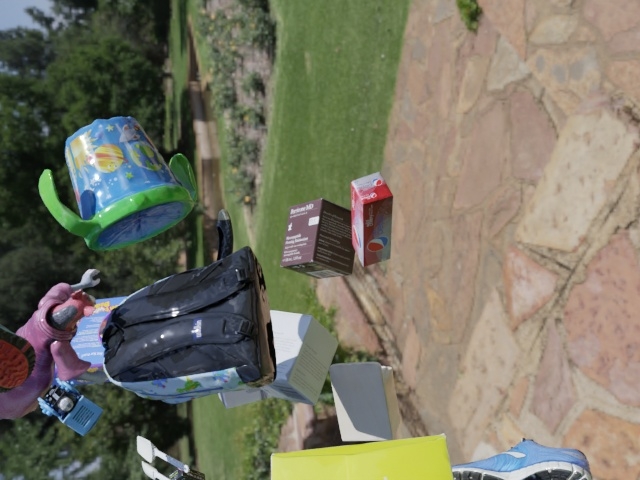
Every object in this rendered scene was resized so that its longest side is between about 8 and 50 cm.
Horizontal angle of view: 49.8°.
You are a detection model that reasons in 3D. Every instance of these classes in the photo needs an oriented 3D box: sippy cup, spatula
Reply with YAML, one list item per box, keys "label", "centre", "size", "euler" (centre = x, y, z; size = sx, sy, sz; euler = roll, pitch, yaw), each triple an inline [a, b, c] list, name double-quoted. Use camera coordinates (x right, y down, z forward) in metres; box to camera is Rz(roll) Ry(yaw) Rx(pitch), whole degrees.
- label: "sippy cup"
  centre: [-0.416, -0.127, 1.439]
  size: [0.224, 0.240, 0.305]
  euler: [63, -175, 8]
- label: "spatula"
  centre: [-0.385, 0.583, 1.690]
  size: [0.242, 0.019, 0.168]
  euler: [4, 97, 49]

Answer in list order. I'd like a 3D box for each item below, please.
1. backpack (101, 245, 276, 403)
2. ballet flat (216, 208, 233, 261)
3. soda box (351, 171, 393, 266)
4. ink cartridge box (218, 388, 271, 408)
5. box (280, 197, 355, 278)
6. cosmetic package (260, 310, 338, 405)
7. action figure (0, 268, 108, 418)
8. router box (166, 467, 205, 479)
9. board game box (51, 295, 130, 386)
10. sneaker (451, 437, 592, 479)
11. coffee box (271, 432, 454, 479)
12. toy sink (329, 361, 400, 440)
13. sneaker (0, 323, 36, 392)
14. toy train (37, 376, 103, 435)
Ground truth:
- label: "backpack"
  centre: [-0.273, 0.202, 1.418]
  size: [0.273, 0.355, 0.290]
  euler: [73, -175, -61]
- label: "ballet flat"
  centre: [-0.219, 0.017, 1.517]
  size: [0.057, 0.049, 0.173]
  euler: [-170, 81, -71]
- label: "soda box"
  centre: [0.133, -0.049, 1.795]
  size: [0.263, 0.083, 0.092]
  euler: [84, 166, -51]
- label: "ink cartridge box"
  centre: [-0.185, 0.425, 2.171]
  size: [0.207, 0.283, 0.117]
  euler: [168, 91, -75]
- label: "box"
  centre: [0.000, 0.000, 2.144]
  size: [0.168, 0.167, 0.203]
  euler: [-12, 65, 50]
- label: "cosmetic package"
  centre: [-0.074, 0.298, 1.761]
  size: [0.151, 0.151, 0.184]
  euler: [51, -128, -44]
- label: "action figure"
  centre: [-0.591, 0.201, 1.443]
  size: [0.370, 0.275, 0.248]
  euler: [-45, 57, 34]
- label: "router box"
  centre: [-0.423, 0.741, 2.091]
  size: [0.122, 0.092, 0.038]
  euler: [-41, 36, 18]
- label: "board game box"
  centre: [-0.560, 0.261, 1.839]
  size: [0.233, 0.347, 0.078]
  euler: [-92, -5, -48]
- label: "sneaker"
  centre: [0.417, 0.509, 1.473]
  size: [0.147, 0.330, 0.130]
  euler: [-28, -78, -60]
- label: "coffee box"
  centre: [0.098, 0.601, 1.269]
  size: [0.338, 0.338, 0.334]
  euler: [-94, -5, -45]
- label: "toy sink"
  centre: [0.130, 0.437, 1.971]
  size: [0.131, 0.152, 0.234]
  euler: [-39, -61, -68]
- label: "sneaker"
  centre: [-0.592, 0.158, 1.192]
  size: [0.125, 0.104, 0.262]
  euler: [32, 153, 37]
- label: "toy train"
  centre: [-0.515, 0.340, 1.417]
  size: [0.080, 0.105, 0.184]
  euler: [-54, 19, -22]
